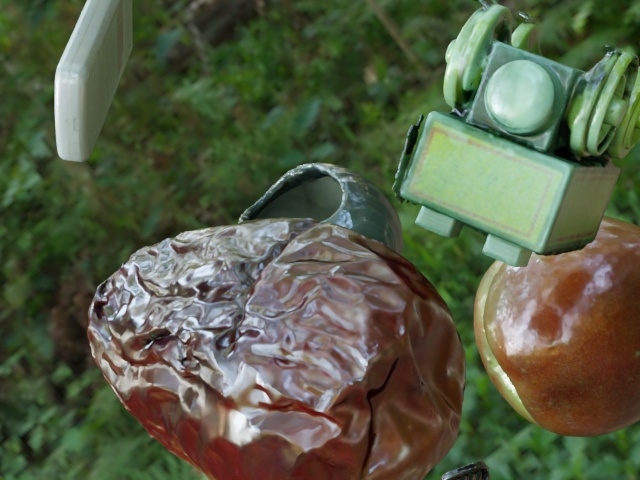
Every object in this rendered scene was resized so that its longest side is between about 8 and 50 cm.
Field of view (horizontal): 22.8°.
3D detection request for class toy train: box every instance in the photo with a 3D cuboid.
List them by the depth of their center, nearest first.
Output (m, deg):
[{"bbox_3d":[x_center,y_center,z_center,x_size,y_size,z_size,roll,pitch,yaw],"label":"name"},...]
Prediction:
[{"bbox_3d":[0.177,-0.085,1.304,0.188,0.159,0.272,-70,-18,9],"label":"toy train"}]

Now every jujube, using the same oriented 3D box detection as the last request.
[{"bbox_3d":[-0.044,0.091,1.204,0.342,0.216,0.216,14,52,46],"label":"jujube"}]

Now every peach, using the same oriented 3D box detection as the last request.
[{"bbox_3d":[0.285,0.086,1.671,0.252,0.252,0.252,-36,15,11],"label":"peach"}]

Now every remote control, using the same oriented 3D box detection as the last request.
[{"bbox_3d":[-0.179,-0.142,1.255,0.029,0.087,0.190,6,38,2],"label":"remote control"}]

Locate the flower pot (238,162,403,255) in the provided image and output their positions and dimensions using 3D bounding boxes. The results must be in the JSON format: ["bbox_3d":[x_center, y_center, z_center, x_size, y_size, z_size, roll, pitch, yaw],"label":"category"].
[{"bbox_3d":[0.000,0.000,1.964,0.189,0.157,0.243,-46,28,-13],"label":"flower pot"}]

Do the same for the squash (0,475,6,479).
[{"bbox_3d":[-0.345,0.217,1.512,0.052,0.183,0.052,-30,25,15],"label":"squash"}]

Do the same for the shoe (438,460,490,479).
[{"bbox_3d":[0.169,0.293,1.809,0.062,0.053,0.159,-20,-18,-4],"label":"shoe"}]
